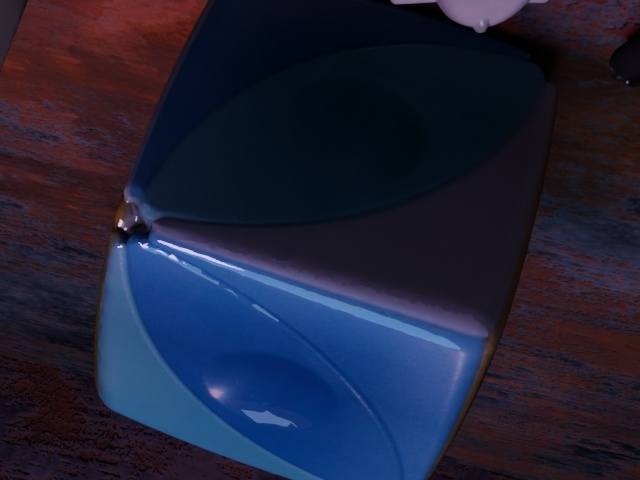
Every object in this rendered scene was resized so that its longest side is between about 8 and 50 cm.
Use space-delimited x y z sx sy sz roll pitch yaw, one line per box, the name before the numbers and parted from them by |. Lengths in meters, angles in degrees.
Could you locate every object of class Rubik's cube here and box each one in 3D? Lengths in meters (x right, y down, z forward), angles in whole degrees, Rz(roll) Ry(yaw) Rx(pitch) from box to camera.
Rubik's cube | 0.000 0.000 1.442 0.352 0.347 0.352 17 143 2

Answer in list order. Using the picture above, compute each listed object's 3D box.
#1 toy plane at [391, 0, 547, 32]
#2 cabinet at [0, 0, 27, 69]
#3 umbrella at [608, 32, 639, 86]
toy plane | 0.127 -0.244 1.134 0.267 0.122 0.267 -3 160 -1
cabinet | -0.352 -0.232 1.394 0.150 0.206 0.145 26 157 -23
umbrella | 0.318 -0.184 1.196 0.118 0.118 0.340 21 164 -12
